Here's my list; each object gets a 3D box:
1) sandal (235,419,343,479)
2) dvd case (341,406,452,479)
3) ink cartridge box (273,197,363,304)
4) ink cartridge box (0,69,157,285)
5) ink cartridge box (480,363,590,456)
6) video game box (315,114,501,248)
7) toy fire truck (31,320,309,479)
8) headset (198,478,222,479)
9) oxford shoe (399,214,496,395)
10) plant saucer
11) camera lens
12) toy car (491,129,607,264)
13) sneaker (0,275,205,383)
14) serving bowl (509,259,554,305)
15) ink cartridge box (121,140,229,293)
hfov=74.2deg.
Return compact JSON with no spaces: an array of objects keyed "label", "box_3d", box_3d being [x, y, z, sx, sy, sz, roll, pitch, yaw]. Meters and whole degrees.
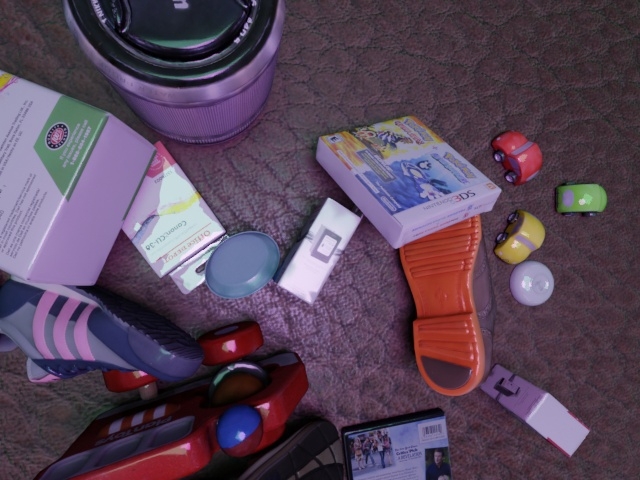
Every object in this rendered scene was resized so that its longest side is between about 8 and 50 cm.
[{"label":"sandal","box_3d":[-0.068,0.335,0.580,0.302,0.086,0.120,-4,83,-50]},{"label":"dvd case","box_3d":[0.136,0.423,0.708,0.180,0.022,0.253,-7,91,-10]},{"label":"ink cartridge box","box_3d":[0.000,0.000,0.643,0.060,0.104,0.180,31,84,-8]},{"label":"ink cartridge box","box_3d":[-0.384,-0.091,0.523,0.278,0.117,0.202,22,85,10]},{"label":"ink cartridge box","box_3d":[0.342,0.271,0.691,0.099,0.135,0.056,40,86,-8]},{"label":"video game box","box_3d":[0.124,-0.098,0.618,0.187,0.048,0.205,-19,54,-28]},{"label":"toy fire truck","box_3d":[-0.158,0.224,0.535,0.301,0.254,0.170,-14,92,-10]},{"label":"headset","box_3d":[-0.190,0.467,0.563,0.393,0.185,0.244,20,85,-21]},{"label":"oxford shoe","box_3d":[0.217,0.055,0.694,0.132,0.129,0.364,14,74,-49]},{"label":"plant saucer","box_3d":[-0.119,0.034,0.637,0.119,0.021,0.120,-19,130,-25]},{"label":"camera lens","box_3d":[-0.162,-0.246,0.526,0.219,0.274,0.220,0,90,-10]},{"label":"toy car","box_3d":[0.417,-0.077,0.748,0.224,0.053,0.239,0,90,-11]},{"label":"sneaker","box_3d":[-0.290,0.132,0.534,0.318,0.112,0.131,17,79,25]},{"label":"serving bowl","box_3d":[0.382,0.077,0.753,0.083,0.027,0.084,0,91,-11]},{"label":"ink cartridge box","box_3d":[-0.217,-0.027,0.620,0.115,0.067,0.198,-37,96,-9]}]
